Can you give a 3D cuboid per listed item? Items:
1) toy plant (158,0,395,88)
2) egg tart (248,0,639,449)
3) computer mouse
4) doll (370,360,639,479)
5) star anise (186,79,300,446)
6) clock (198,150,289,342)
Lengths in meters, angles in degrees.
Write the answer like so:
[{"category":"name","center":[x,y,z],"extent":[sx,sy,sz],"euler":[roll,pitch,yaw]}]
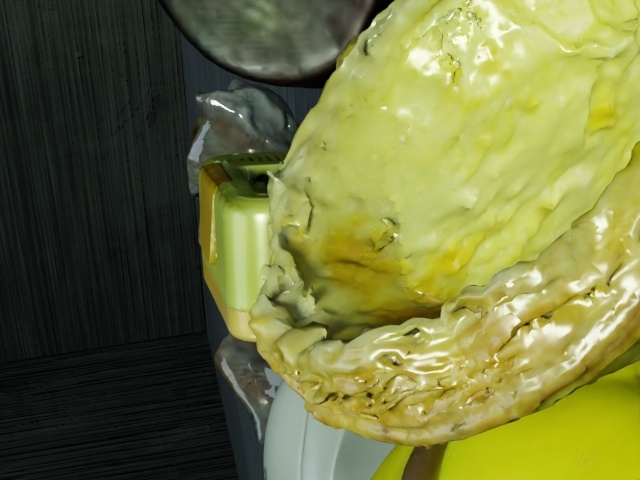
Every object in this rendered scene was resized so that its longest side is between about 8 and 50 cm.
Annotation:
[{"category":"toy plant","center":[0.005,-0.166,0.932],"extent":[0.235,0.175,0.218],"euler":[-56,-27,-59]},{"category":"egg tart","center":[0.068,-0.022,0.601],"extent":[0.090,0.212,0.213],"euler":[38,-160,-34]},{"category":"computer mouse","center":[0.028,0.201,1.286],"extent":[0.184,0.121,0.297],"euler":[132,130,-79]},{"category":"doll","center":[0.094,0.116,0.617],"extent":[0.363,0.145,0.199],"euler":[-148,58,-70]},{"category":"star anise","center":[-0.021,0.022,1.466],"extent":[0.316,0.139,0.359],"euler":[-85,-14,-45]},{"category":"clock","center":[0.000,0.000,1.162],"extent":[0.202,0.143,0.096],"euler":[-126,31,-76]}]
